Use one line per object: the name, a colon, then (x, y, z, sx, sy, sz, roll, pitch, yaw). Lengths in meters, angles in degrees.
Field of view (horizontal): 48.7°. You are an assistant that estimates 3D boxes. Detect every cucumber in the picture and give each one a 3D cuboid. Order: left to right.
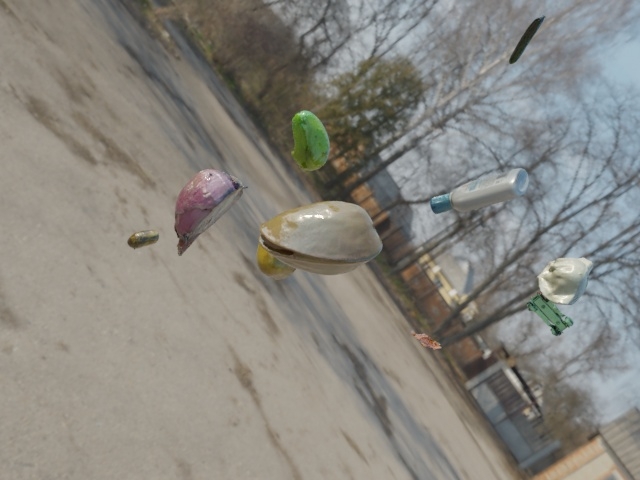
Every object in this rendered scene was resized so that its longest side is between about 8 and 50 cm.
cucumber: (0.674, -0.660, 2.322, 0.033, 0.184, 0.036, -2, 45, -37)

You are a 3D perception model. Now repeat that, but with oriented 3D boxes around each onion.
onion: (-0.436, -0.117, 2.475, 0.159, 0.349, 0.267, 45, 4, 4)

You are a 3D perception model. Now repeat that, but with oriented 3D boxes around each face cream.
face cream: (0.533, -0.158, 2.413, 0.163, 0.336, 0.080, -45, 113, -51)

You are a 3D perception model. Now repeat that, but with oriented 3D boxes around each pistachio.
pistachio: (0.000, 0.000, 1.555, 0.213, 0.260, 0.163, -144, -131, -58)

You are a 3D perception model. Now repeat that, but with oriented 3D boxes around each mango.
mango: (-0.125, 0.036, 2.111, 0.130, 0.167, 0.262, 13, 4, 9)
mango: (-0.028, -0.286, 2.028, 0.119, 0.100, 0.178, -55, 138, -53)

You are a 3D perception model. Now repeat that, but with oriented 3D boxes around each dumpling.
dumpling: (0.654, 0.098, 1.904, 0.127, 0.188, 0.108, 20, -36, 26)

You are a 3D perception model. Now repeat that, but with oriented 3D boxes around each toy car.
toy car: (0.698, 0.220, 2.151, 0.143, 0.073, 0.054, 46, 20, 2)

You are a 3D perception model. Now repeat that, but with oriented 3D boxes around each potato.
potato: (-0.442, -0.004, 1.767, 0.051, 0.083, 0.040, -13, -84, 56)

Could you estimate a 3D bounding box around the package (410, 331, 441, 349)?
package: (0.334, 0.318, 2.268, 0.077, 0.033, 0.110, 31, 0, -26)
